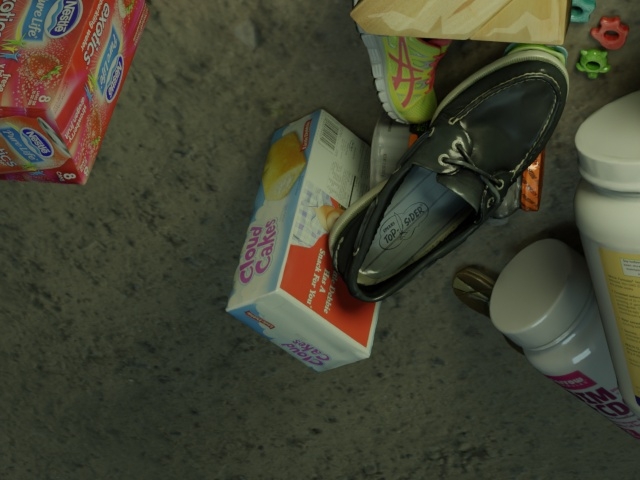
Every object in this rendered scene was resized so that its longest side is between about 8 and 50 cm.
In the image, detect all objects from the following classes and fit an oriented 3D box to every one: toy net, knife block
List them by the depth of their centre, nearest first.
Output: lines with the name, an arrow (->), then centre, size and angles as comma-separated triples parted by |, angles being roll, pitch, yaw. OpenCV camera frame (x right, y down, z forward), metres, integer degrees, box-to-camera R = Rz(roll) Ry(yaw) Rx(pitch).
knife block -> 0.170, -0.308, 1.570 | 0.276, 0.088, 0.242 | 4, 113, 11
toy net -> 0.266, -0.239, 1.742 | 0.122, 0.045, 0.232 | 13, 145, 0

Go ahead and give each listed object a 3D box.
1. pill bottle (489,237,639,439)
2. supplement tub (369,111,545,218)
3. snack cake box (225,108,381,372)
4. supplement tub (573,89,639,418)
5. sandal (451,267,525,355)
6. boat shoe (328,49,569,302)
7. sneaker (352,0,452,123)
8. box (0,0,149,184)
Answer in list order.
pill bottle -> 0.354, 0.124, 2.121 | 0.283, 0.160, 0.160 | 34, 140, -28
supplement tub -> 0.157, -0.086, 1.928 | 0.190, 0.117, 0.117 | 5, 144, 10
snack cake box -> 0.000, 0.000, 1.968 | 0.089, 0.264, 0.152 | -22, 132, 40
supplement tub -> 0.407, 0.017, 1.817 | 0.241, 0.241, 0.331 | -6, 117, 25
sandal -> 0.250, 0.088, 2.210 | 0.180, 0.049, 0.072 | 38, 134, -10
boat shoe -> 0.138, -0.058, 1.805 | 0.340, 0.113, 0.127 | -39, 114, 20
sneaker -> 0.103, -0.201, 1.817 | 0.094, 0.081, 0.208 | -4, 142, 18
box -> -0.281, -0.197, 1.789 | 0.123, 0.256, 0.128 | 5, 144, 15
